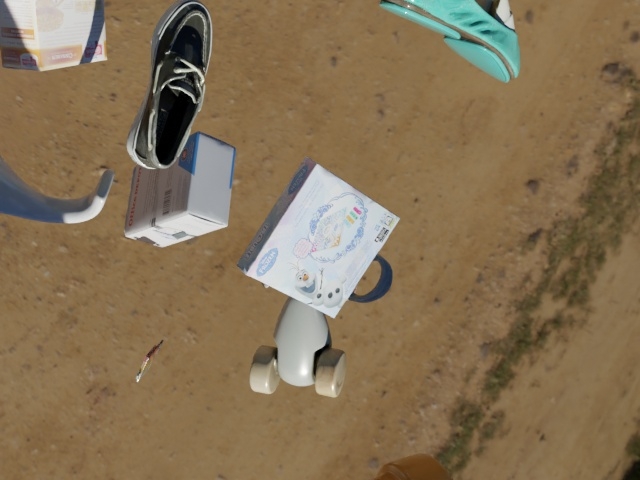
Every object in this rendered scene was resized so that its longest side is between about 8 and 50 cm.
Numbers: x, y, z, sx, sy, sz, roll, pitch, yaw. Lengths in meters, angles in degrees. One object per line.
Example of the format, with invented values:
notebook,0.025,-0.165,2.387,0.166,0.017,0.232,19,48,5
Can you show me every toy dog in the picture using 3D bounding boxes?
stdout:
toy dog,-0.017,0.116,1.365,0.334,0.220,0.161,-66,174,13

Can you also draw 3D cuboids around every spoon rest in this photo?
spoon rest,-0.394,-0.080,0.937,0.276,0.137,0.084,17,135,-12

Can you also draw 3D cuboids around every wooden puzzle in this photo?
wooden puzzle,-0.270,0.189,1.224,0.006,0.083,0.049,28,111,1

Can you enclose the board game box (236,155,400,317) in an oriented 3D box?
board game box,0.000,0.000,0.557,0.090,0.020,0.090,30,95,-39

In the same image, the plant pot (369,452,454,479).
plant pot,0.077,0.402,1.020,0.188,0.205,0.205,-10,111,-20

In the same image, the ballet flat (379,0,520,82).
ballet flat,0.160,-0.247,0.847,0.247,0.083,0.087,15,104,-47

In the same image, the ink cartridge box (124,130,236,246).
ink cartridge box,-0.230,-0.078,1.274,0.082,0.190,0.140,19,67,-38

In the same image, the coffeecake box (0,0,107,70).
coffeecake box,-0.356,-0.328,1.039,0.142,0.068,0.186,-40,136,-62

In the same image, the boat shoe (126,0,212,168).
boat shoe,-0.172,-0.192,0.963,0.077,0.070,0.219,16,88,-38
